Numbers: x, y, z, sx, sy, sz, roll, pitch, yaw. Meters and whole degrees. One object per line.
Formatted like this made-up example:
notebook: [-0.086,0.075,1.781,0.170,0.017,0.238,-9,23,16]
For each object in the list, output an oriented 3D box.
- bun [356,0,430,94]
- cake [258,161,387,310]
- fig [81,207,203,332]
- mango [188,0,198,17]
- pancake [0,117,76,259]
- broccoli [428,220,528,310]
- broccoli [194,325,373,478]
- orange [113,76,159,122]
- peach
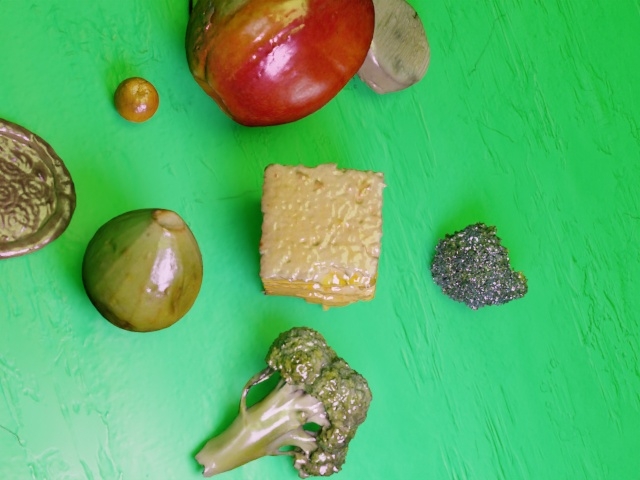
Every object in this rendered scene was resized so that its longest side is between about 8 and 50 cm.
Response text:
bun: [0.130,-0.413,2.106,0.237,0.116,0.210,35,60,-36]
cake: [0.000,0.000,1.860,0.222,0.286,0.227,4,77,0]
fig: [-0.295,0.050,1.674,0.207,0.230,0.207,5,77,-20]
mango: [-0.206,-0.479,1.944,0.091,0.074,0.165,17,72,-31]
pancake: [-0.537,-0.085,1.680,0.250,0.031,0.250,7,76,-30]
broccoli: [0.349,0.043,2.119,0.219,0.194,0.194,34,61,6]
broccoli: [-0.047,0.317,1.826,0.254,0.186,0.302,35,106,-23]
orange: [-0.334,-0.255,1.818,0.083,0.070,0.083,7,68,-18]
peach: [-0.068,-0.381,1.854,0.372,0.290,0.373,-24,136,-25]
